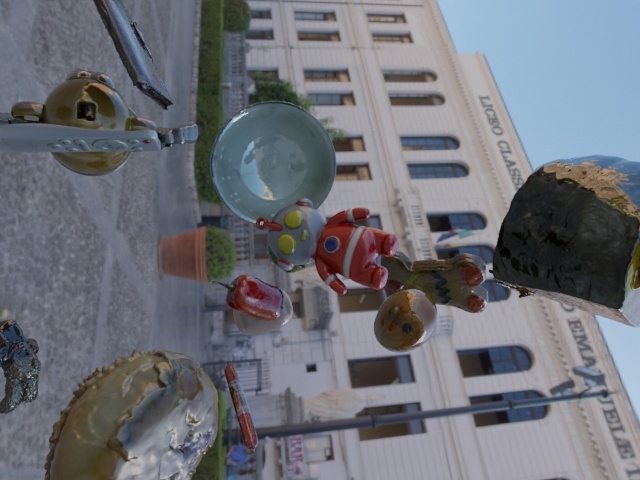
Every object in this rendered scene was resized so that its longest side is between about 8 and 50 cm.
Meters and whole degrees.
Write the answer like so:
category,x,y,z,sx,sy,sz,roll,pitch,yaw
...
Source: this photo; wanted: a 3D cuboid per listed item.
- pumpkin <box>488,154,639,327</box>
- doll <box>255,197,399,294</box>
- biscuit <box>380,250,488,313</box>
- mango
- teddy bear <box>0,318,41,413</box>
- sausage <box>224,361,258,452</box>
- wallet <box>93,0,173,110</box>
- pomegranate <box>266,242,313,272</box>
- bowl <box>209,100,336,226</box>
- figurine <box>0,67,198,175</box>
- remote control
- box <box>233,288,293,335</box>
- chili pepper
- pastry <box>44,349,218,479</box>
category,x,y,z,sx,sy,sz,roll,pitch,yaw
pumpkin,0.456,-0.007,0.779,0.225,0.303,0.256,23,-27,49
doll,0.000,0.000,1.059,0.105,0.336,0.199,15,93,-69
biscuit,0.415,0.176,1.760,0.368,0.394,0.076,66,35,-45
mango,0.263,0.257,1.519,0.211,0.173,0.317,-57,175,-11
teddy bear,-0.543,0.219,0.849,0.119,0.078,0.160,-19,92,-87
sausage,-0.187,0.377,1.096,0.253,0.034,0.034,-124,-150,-49
wallet,-0.286,-0.308,0.688,0.232,0.031,0.122,62,1,3
pomegranate,-0.082,0.028,1.417,0.205,0.159,0.159,-117,-154,-69
bowl,-0.123,-0.194,1.234,0.146,0.313,0.313,-144,-129,-81
figurine,-0.402,-0.199,0.831,0.285,0.343,0.167,21,-50,69
remote control,-0.286,-0.122,0.557,0.050,0.184,0.027,140,-53,-76
box,-0.194,0.243,1.605,0.088,0.200,0.146,-146,-142,-80
chili pepper,-0.180,0.125,1.114,0.084,0.192,0.086,-47,-145,28
pastry,-0.427,0.445,1.101,0.409,0.245,0.409,-37,135,-49
